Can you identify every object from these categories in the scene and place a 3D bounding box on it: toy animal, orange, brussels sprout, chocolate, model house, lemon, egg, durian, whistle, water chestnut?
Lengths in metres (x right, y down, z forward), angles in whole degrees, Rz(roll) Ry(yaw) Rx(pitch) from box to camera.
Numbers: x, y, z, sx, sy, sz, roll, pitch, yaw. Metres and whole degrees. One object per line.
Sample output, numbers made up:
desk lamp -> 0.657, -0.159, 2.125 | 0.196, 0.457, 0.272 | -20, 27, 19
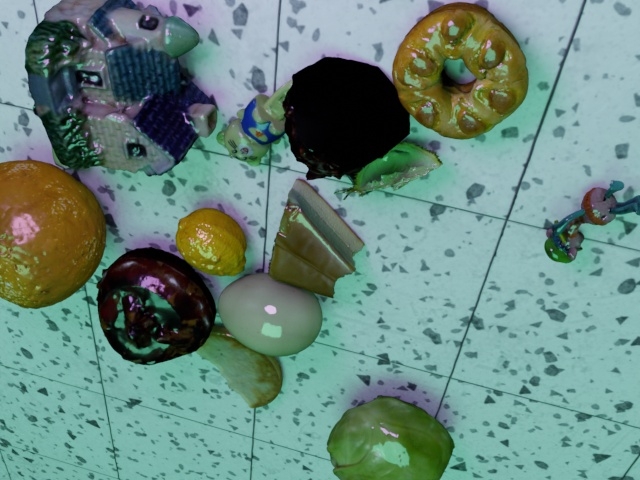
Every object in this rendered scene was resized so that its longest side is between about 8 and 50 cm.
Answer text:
toy animal -> 0.493, -0.035, 1.213 | 0.103, 0.100, 0.208 | -2, 154, -30
orange -> -0.650, -0.022, 1.477 | 0.340, 0.293, 0.341 | 22, 143, 18
brussels sprout -> 0.183, 0.534, 1.677 | 0.327, 0.247, 0.328 | 18, 128, 24
chocolate -> 0.019, -0.200, 1.205 | 0.206, 0.224, 0.177 | 51, 154, 7
model house -> -0.339, -0.280, 1.208 | 0.284, 0.243, 0.299 | 11, 139, 6
lemon -> -0.238, 0.006, 1.459 | 0.187, 0.142, 0.142 | 42, 128, -20
egg -> -0.119, 0.168, 1.515 | 0.253, 0.189, 0.189 | 15, 130, 12
durian -> 0.130, -0.133, 1.254 | 0.215, 0.100, 0.086 | -17, 117, 21
whistle -> -0.112, -0.227, 1.271 | 0.105, 0.085, 0.227 | 35, 130, -22
water chestnut -> -0.404, 0.172, 1.559 | 0.299, 0.300, 0.300 | 9, 129, 11

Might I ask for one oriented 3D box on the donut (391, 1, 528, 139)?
donut -> 0.232, -0.282, 1.096 | 0.226, 0.114, 0.227 | 9, 129, 11

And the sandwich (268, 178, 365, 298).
sandwich -> 0.000, 0.000, 1.399 | 0.186, 0.108, 0.220 | 17, 127, 5

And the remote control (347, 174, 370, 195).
remote control -> 0.073, -0.135, 1.328 | 0.039, 0.014, 0.096 | -25, 115, 32

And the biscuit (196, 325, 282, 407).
biscuit -> -0.211, 0.332, 1.770 | 0.204, 0.040, 0.309 | -24, 117, 32

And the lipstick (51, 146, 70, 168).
lipstick -> -0.535, -0.289, 1.369 | 0.076, 0.076, 0.304 | 16, 129, 5
